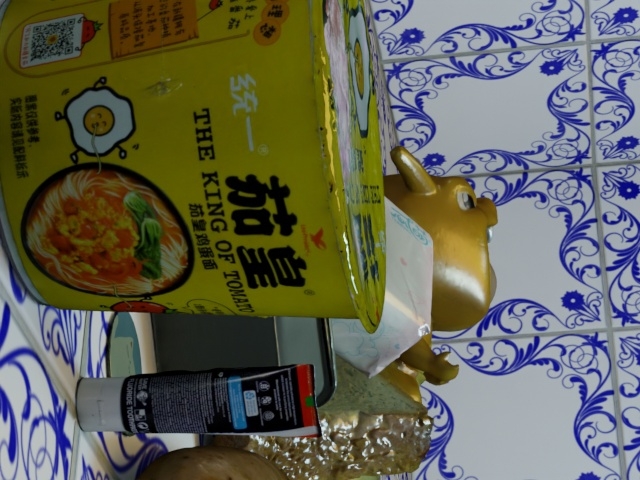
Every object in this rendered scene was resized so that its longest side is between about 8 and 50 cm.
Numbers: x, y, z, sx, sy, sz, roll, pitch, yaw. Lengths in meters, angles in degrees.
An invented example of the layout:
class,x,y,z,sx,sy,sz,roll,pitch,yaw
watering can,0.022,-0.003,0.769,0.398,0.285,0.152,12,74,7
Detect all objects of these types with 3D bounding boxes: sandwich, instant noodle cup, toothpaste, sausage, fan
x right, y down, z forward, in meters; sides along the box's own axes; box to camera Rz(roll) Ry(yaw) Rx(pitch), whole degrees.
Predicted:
class,x,y,z,sx,sy,sz,roll,pitch,yaw
sandwich,-0.045,0.190,1.939,0.254,0.288,0.099,36,-62,44
instant noodle cup,-0.093,-0.080,1.281,0.325,0.254,0.325,-5,90,-81
toothpaste,-0.096,0.132,1.360,0.045,0.193,0.071,-78,162,-60
sausage,-0.078,0.275,1.639,0.501,0.123,0.136,62,50,-73
fan,-0.175,0.126,1.475,0.175,0.005,0.113,-69,154,-72

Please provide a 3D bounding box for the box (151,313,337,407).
class,x,y,z,sx,sy,sz,roll,pitch,yaw
box,-0.083,0.072,1.665,0.135,0.163,0.243,-34,120,-71

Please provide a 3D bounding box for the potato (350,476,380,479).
class,x,y,z,sx,sy,sz,roll,pitch,yaw
potato,0.010,0.356,2.163,0.174,0.159,0.251,-44,125,-45

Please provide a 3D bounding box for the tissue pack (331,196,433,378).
class,x,y,z,sx,sy,sz,roll,pitch,yaw
tissue pack,0.000,0.002,1.944,0.271,0.124,0.201,38,36,-25

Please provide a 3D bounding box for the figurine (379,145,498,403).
class,x,y,z,sx,sy,sz,roll,pitch,yaw
figurine,0.088,0.084,2.295,0.401,0.268,0.387,42,61,-75
